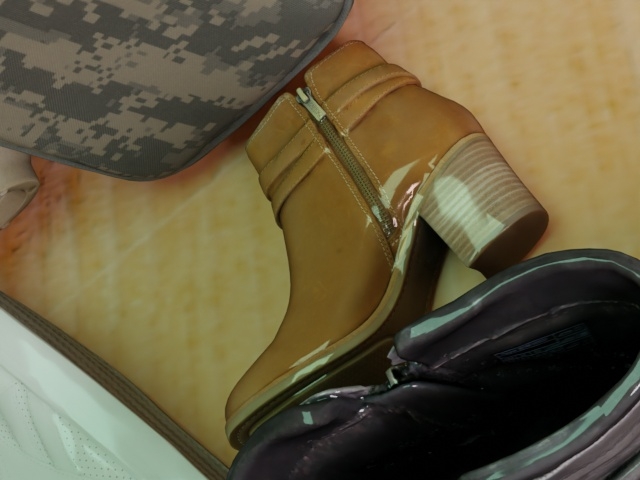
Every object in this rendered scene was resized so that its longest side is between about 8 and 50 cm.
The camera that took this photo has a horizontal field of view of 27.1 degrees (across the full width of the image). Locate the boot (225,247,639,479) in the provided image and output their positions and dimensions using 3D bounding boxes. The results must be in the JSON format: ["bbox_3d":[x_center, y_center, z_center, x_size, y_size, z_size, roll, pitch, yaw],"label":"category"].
[{"bbox_3d":[0.147,0.048,0.488,0.338,0.222,0.118,-39,58,11],"label":"boot"}]

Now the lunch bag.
[{"bbox_3d":[-0.156,-0.208,0.685,0.212,0.305,0.256,-41,49,36],"label":"lunch bag"}]

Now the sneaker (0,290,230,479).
[{"bbox_3d":[-0.154,0.141,0.687,0.292,0.108,0.169,37,89,31],"label":"sneaker"}]

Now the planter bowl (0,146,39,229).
[{"bbox_3d":[-0.235,-0.047,0.780,0.162,0.162,0.109,-38,86,12],"label":"planter bowl"}]

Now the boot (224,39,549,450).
[{"bbox_3d":[0.000,0.000,0.676,0.197,0.073,0.152,-40,60,-3],"label":"boot"}]
